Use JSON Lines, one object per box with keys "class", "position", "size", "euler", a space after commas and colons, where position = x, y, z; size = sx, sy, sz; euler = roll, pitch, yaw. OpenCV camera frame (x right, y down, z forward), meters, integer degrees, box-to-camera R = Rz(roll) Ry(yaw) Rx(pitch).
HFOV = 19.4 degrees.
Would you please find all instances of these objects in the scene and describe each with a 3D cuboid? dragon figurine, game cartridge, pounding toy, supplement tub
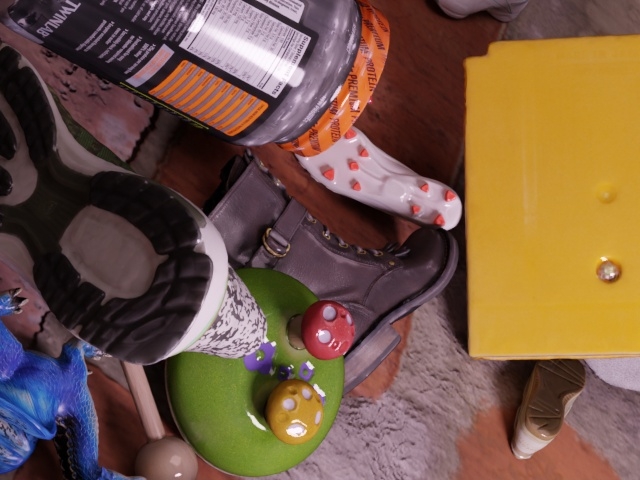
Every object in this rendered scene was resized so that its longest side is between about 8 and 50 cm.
{"class": "dragon figurine", "position": [-0.247, 0.123, 1.461], "size": [0.289, 0.085, 0.144], "euler": [32, 44, -22]}
{"class": "game cartridge", "position": [0.286, -0.044, 1.870], "size": [0.052, 0.285, 0.324], "euler": [40, 50, -77]}
{"class": "pounding toy", "position": [-0.048, 0.116, 1.578], "size": [0.237, 0.110, 0.183], "euler": [-11, 93, -39]}
{"class": "supplement tub", "position": [-0.116, -0.221, 1.743], "size": [0.338, 0.207, 0.207], "euler": [27, 46, -25]}

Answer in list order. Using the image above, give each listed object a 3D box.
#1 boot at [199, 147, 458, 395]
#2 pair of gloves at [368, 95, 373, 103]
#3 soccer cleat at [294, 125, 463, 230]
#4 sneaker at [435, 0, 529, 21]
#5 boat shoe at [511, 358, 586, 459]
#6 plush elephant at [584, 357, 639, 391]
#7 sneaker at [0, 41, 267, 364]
{"class": "boot", "position": [0.000, 0.000, 1.771], "size": [0.229, 0.091, 0.263], "euler": [46, 43, -6]}
{"class": "pair of gloves", "position": [-0.030, -0.206, 1.951], "size": [0.159, 0.023, 0.198], "euler": [-9, 68, -47]}
{"class": "soccer cleat", "position": [0.052, -0.064, 1.895], "size": [0.196, 0.076, 0.068], "euler": [29, 85, -3]}
{"class": "sneaker", "position": [0.191, -0.293, 2.185], "size": [0.152, 0.061, 0.054], "euler": [-5, 66, -42]}
{"class": "boat shoe", "position": [0.228, 0.163, 1.896], "size": [0.056, 0.048, 0.153], "euler": [32, 36, -2]}
{"class": "plush elephant", "position": [0.378, 0.012, 2.009], "size": [0.255, 0.272, 0.330], "euler": [2, 16, -1]}
{"class": "sneaker", "position": [-0.193, -0.013, 1.524], "size": [0.410, 0.158, 0.182], "euler": [42, 3, 36]}
